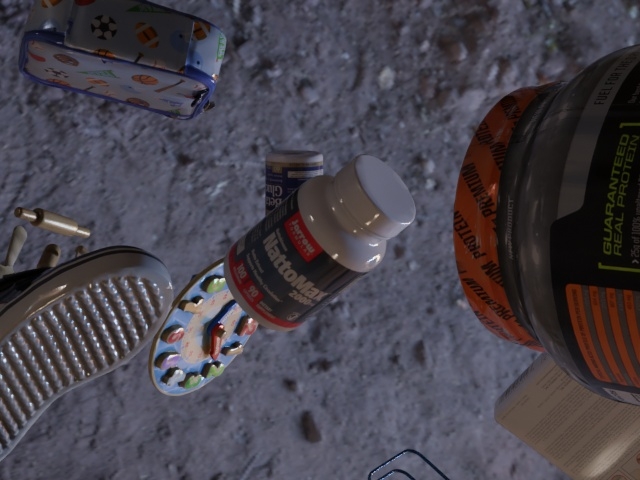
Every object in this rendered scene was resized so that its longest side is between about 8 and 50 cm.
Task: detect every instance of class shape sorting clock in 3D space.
[{"bbox_3d":[-0.137,0.109,1.321,0.040,0.206,0.206,31,37,23],"label":"shape sorting clock"}]

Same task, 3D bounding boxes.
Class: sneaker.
[{"bbox_3d":[-0.268,0.081,0.960,0.126,0.321,0.127,31,30,-41],"label":"sneaker"}]

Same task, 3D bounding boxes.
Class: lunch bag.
[{"bbox_3d":[-0.295,-0.272,1.575,0.303,0.243,0.115,15,75,-17],"label":"lunch bag"}]

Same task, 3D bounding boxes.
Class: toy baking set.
[{"bbox_3d":[-0.404,0.039,1.592,0.256,0.030,0.196,30,40,-57],"label":"toy baking set"}]

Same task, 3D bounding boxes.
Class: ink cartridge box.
[{"bbox_3d":[0.334,0.197,1.156,0.225,0.181,0.056,36,28,-2],"label":"ink cartridge box"}]

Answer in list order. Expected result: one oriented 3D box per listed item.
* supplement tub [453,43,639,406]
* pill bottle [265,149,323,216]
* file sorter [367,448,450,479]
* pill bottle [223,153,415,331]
[{"bbox_3d":[0.232,-0.002,0.496,0.194,0.316,0.193,-8,101,-44],"label":"supplement tub"},{"bbox_3d":[-0.043,-0.058,1.692,0.094,0.094,0.169,-11,105,-47],"label":"pill bottle"},{"bbox_3d":[0.092,0.369,1.335,0.104,0.170,0.118,40,34,24],"label":"file sorter"},{"bbox_3d":[0.000,0.000,1.014,0.108,0.180,0.108,33,34,-26],"label":"pill bottle"}]
